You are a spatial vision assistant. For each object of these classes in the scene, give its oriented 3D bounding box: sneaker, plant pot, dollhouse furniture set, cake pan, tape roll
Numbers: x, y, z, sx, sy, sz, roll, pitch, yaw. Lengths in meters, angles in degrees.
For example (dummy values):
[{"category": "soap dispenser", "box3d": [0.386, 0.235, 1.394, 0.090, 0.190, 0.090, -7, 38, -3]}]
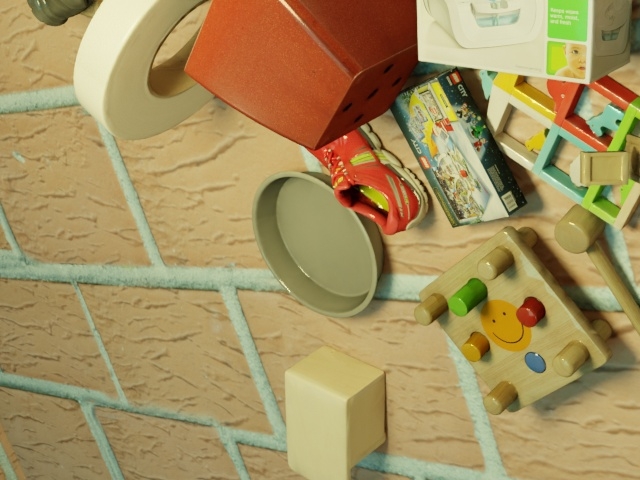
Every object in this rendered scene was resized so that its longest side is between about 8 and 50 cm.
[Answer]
[{"category": "sneaker", "box3d": [0.052, -0.116, 1.920, 0.279, 0.118, 0.107, 41, 138, 17]}, {"category": "plant pot", "box3d": [0.003, -0.295, 1.720, 0.236, 0.267, 0.267, 47, 140, 13]}, {"category": "dollhouse furniture set", "box3d": [0.419, -0.156, 1.490, 0.182, 0.101, 0.161, -1, 99, 2]}, {"category": "cake pan", "box3d": [0.000, 0.000, 2.106, 0.293, 0.054, 0.293, 26, 133, 32]}, {"category": "tape roll", "box3d": [-0.217, -0.327, 1.837, 0.072, 0.392, 0.392, 43, 139, 15]}, {"category": "sneaker", "box3d": [-0.488, -0.529, 2.072, 0.130, 0.109, 0.286, -9, 117, 38]}]

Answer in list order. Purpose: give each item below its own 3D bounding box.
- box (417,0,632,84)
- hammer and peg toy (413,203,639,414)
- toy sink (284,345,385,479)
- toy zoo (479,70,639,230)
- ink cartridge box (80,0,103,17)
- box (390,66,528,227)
[{"category": "box", "box3d": [0.265, -0.344, 1.520, 0.262, 0.127, 0.231, 16, 121, 35]}, {"category": "hammer and peg toy", "box3d": [0.326, 0.113, 1.795, 0.266, 0.127, 0.361, 53, 141, 3]}, {"category": "toy sink", "box3d": [0.032, 0.346, 2.257, 0.153, 0.131, 0.234, 20, 125, 36]}, {"category": "toy zoo", "box3d": [0.345, -0.166, 1.657, 0.293, 0.030, 0.192, 38, 137, 21]}, {"category": "ink cartridge box", "box3d": [-0.456, -0.545, 2.161, 0.193, 0.088, 0.234, 23, 131, 36]}, {"category": "box", "box3d": [0.205, -0.137, 1.781, 0.233, 0.044, 0.159, 61, 156, -8]}]
